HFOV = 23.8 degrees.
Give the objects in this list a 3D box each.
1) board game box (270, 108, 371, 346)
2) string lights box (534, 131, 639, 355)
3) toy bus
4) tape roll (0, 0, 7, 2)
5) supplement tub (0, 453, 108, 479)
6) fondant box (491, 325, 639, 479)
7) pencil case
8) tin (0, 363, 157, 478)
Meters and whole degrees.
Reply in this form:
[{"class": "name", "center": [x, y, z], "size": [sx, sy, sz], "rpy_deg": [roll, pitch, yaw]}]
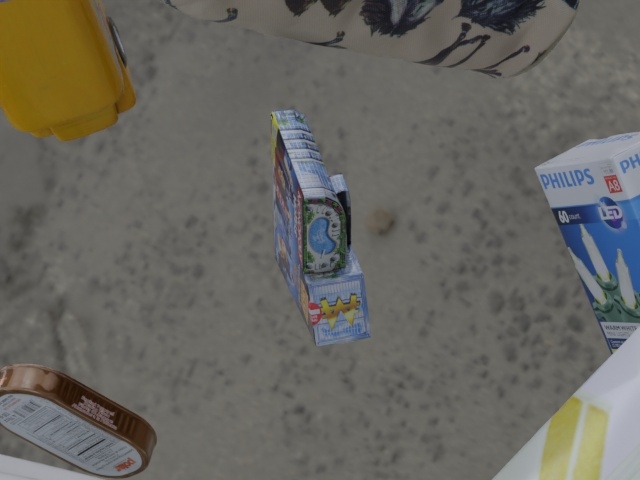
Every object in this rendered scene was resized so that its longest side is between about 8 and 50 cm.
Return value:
[{"class": "board game box", "center": [0.000, 0.000, 1.505], "size": [0.060, 0.194, 0.194], "rpy_deg": [-10, 42, -11]}, {"class": "string lights box", "center": [0.310, 0.031, 1.419], "size": [0.077, 0.260, 0.133], "rpy_deg": [-27, 8, -22]}, {"class": "toy bus", "center": [-0.242, -0.208, 1.241], "size": [0.108, 0.333, 0.130], "rpy_deg": [-19, 46, -1]}, {"class": "tape roll", "center": [-0.178, -0.234, 0.751], "size": [0.275, 0.275, 0.090], "rpy_deg": [-32, 61, 27]}, {"class": "supplement tub", "center": [-0.222, 0.281, 0.841], "size": [0.235, 0.235, 0.325], "rpy_deg": [6, 80, 44]}, {"class": "fondant box", "center": [0.193, 0.117, 0.606], "size": [0.330, 0.096, 0.238], "rpy_deg": [-47, 26, 7]}, {"class": "pencil case", "center": [0.027, -0.240, 1.187], "size": [0.183, 0.410, 0.160], "rpy_deg": [-55, 48, 30]}, {"class": "tin", "center": [-0.260, 0.192, 1.589], "size": [0.106, 0.189, 0.040], "rpy_deg": [-30, 35, 46]}]
